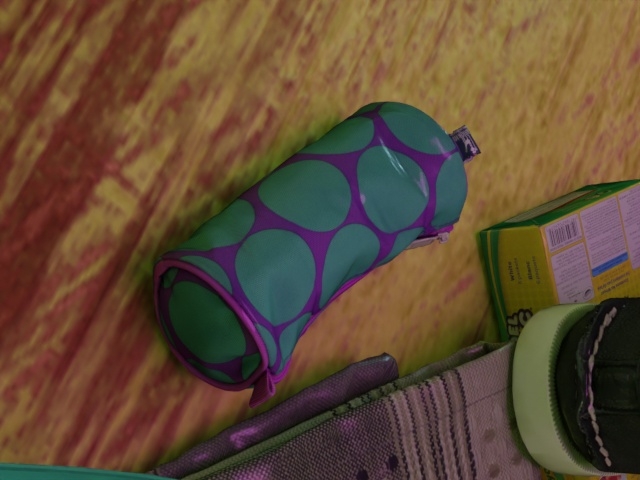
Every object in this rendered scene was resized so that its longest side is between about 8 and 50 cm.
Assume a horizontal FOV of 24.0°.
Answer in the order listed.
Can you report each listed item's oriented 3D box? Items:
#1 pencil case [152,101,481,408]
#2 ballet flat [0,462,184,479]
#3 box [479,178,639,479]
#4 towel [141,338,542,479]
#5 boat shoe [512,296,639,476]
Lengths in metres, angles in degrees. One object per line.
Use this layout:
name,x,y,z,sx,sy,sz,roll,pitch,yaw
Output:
pencil case,0.000,0.000,0.620,0.070,0.064,0.152,51,52,1
ballet flat,-0.180,0.105,0.388,0.400,0.139,0.139,19,74,-30
box,0.143,0.067,0.774,0.105,0.043,0.179,-20,100,-44
towel,-0.002,0.225,0.627,0.312,0.056,0.324,-18,103,-41
boat shoe,0.215,0.071,0.751,0.303,0.091,0.114,-7,92,-49
